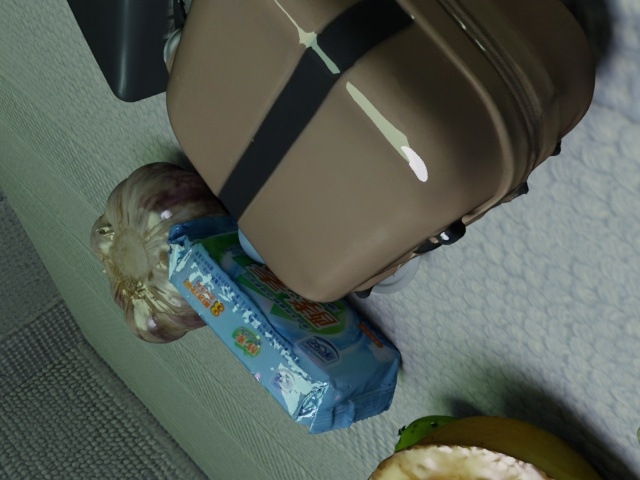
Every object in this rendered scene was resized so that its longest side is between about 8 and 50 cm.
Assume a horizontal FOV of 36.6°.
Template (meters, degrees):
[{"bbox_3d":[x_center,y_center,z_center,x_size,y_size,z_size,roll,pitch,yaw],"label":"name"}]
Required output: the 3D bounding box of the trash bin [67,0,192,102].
[{"bbox_3d":[-0.148,-0.233,0.791,0.165,0.115,0.225,62,158,9],"label":"trash bin"}]

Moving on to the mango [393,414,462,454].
[{"bbox_3d":[0.152,0.248,0.983,0.178,0.100,0.119,33,142,30],"label":"mango"}]

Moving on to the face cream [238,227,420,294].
[{"bbox_3d":[0.000,0.000,0.944,0.077,0.077,0.250,61,160,-19],"label":"face cream"}]

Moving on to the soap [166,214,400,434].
[{"bbox_3d":[-0.044,0.081,1.066,0.293,0.156,0.077,44,120,21],"label":"soap"}]

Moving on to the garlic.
[{"bbox_3d":[-0.194,0.014,1.289,0.245,0.160,0.245,8,103,41],"label":"garlic"}]

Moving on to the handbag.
[{"bbox_3d":[-0.001,-0.113,0.617,0.283,0.149,0.302,54,160,2],"label":"handbag"}]

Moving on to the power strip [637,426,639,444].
[{"bbox_3d":[0.291,0.206,0.714,0.076,0.028,0.169,9,132,61],"label":"power strip"}]

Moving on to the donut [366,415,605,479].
[{"bbox_3d":[0.153,0.280,0.866,0.278,0.108,0.277,8,112,20],"label":"donut"}]
